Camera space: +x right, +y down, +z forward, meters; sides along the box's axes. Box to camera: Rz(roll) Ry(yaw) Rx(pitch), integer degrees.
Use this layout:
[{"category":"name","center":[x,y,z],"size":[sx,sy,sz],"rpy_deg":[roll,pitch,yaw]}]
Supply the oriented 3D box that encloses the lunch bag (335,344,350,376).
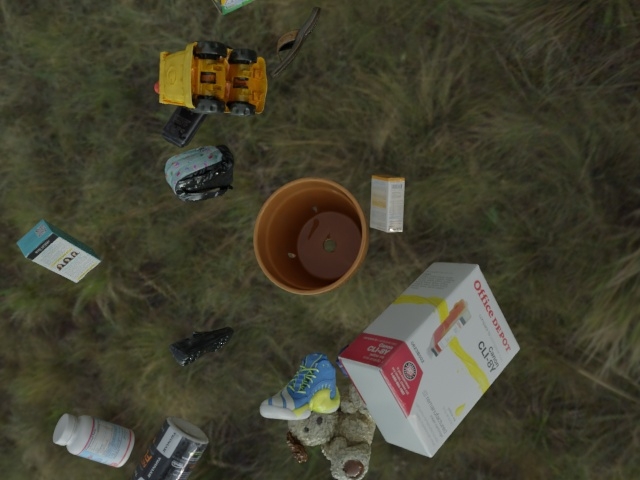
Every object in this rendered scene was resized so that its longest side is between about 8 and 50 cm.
[{"category":"lunch bag","center":[0.090,0.347,2.142],"size":[0.067,0.098,0.065],"rpy_deg":[-24,106,24]}]

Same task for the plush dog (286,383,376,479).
[{"category":"plush dog","center":[0.027,0.465,1.857],"size":[0.225,0.210,0.263],"rpy_deg":[16,79,1]}]

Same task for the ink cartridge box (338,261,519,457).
[{"category":"ink cartridge box","center":[0.269,0.269,1.727],"size":[0.160,0.384,0.279],"rpy_deg":[0,126,54]}]

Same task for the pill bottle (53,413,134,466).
[{"category":"pill bottle","center":[-0.502,0.439,1.601],"size":[0.160,0.087,0.087],"rpy_deg":[30,140,-30]}]

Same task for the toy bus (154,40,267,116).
[{"category":"toy bus","center":[-0.259,-0.351,1.610],"size":[0.211,0.220,0.150],"rpy_deg":[6,97,41]}]

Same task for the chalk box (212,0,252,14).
[{"category":"chalk box","center":[-0.160,-0.521,1.331],"size":[0.132,0.132,0.213],"rpy_deg":[57,170,11]}]

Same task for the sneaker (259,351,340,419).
[{"category":"sneaker","center":[-0.041,0.290,1.455],"size":[0.091,0.240,0.126],"rpy_deg":[-2,83,29]}]

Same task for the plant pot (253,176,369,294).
[{"category":"plant pot","center":[0.000,0.000,1.855],"size":[0.290,0.203,0.291],"rpy_deg":[-3,81,18]}]

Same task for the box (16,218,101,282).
[{"category":"box","center":[-0.737,0.034,2.049],"size":[0.100,0.244,0.060],"rpy_deg":[-42,64,-2]}]

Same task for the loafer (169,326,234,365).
[{"category":"loafer","center":[-0.350,0.298,2.150],"size":[0.078,0.223,0.076],"rpy_deg":[46,128,20]}]

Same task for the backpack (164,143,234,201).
[{"category":"backpack","center":[-0.338,-0.188,2.013],"size":[0.115,0.181,0.152],"rpy_deg":[54,155,31]}]

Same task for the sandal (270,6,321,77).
[{"category":"sandal","center":[-0.071,-0.508,1.833],"size":[0.060,0.090,0.219],"rpy_deg":[32,88,-7]}]

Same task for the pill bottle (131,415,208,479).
[{"category":"pill bottle","center":[-0.407,0.597,1.889],"size":[0.130,0.130,0.246],"rpy_deg":[30,89,22]}]

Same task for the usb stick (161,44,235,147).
[{"category":"usb stick","center":[-0.279,-0.346,1.720],"size":[0.077,0.278,0.045],"rpy_deg":[29,168,11]}]

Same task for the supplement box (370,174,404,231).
[{"category":"supplement box","center":[0.121,-0.068,1.315],"size":[0.062,0.036,0.099],"rpy_deg":[22,113,61]}]
